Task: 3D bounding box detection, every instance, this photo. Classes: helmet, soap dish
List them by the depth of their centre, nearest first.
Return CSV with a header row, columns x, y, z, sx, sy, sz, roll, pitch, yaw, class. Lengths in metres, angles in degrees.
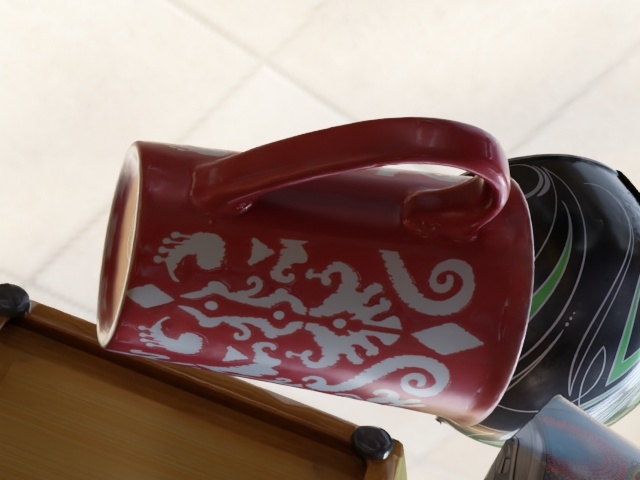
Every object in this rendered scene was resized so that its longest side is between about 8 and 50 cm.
x,y,z,sx,sy,sz,roll,pitch,yaw,class
-0.099,0.154,0.868,0.291,0.229,0.118,21,125,1,soap dish
0.136,0.046,1.035,0.169,0.161,0.169,-2,148,-1,helmet

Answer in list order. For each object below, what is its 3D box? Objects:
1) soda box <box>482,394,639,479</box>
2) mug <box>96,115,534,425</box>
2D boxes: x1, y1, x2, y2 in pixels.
x,y,z,sx,sy,sz,roll,pitch,yaw,class
0.132,0.130,0.555,0.063,0.183,0.058,-64,164,21,soda box
-0.002,-0.002,0.733,0.169,0.113,0.150,9,113,-14,mug
